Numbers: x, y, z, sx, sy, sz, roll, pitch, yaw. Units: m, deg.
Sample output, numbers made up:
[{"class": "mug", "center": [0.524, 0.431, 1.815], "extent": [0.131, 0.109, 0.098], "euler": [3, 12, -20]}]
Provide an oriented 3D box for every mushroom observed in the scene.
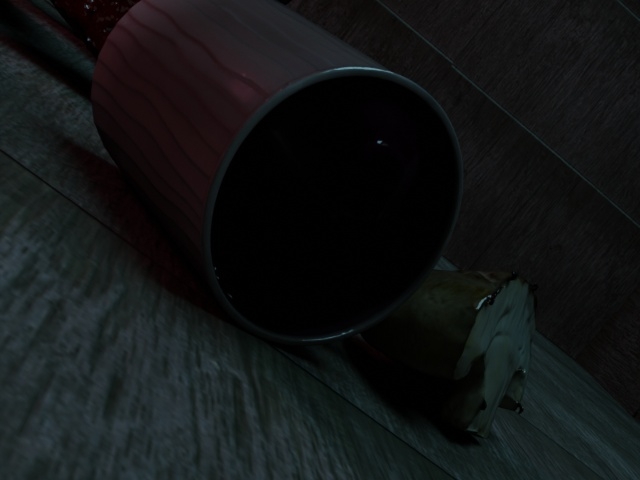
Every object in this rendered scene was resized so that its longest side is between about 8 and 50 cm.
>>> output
[{"class": "mushroom", "center": [0.113, 0.093, 0.922], "extent": [0.151, 0.156, 0.286], "euler": [14, -11, 25]}]

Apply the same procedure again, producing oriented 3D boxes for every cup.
[{"class": "cup", "center": [-0.025, -0.061, 0.785], "extent": [0.288, 0.208, 0.273], "euler": [31, 9, -43]}]

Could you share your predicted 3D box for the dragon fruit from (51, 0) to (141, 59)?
[{"class": "dragon fruit", "center": [-0.205, -0.266, 1.145], "extent": [0.100, 0.282, 0.343], "euler": [-7, -45, 38]}]

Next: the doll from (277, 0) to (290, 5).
[{"class": "doll", "center": [-0.237, -0.360, 1.338], "extent": [0.382, 0.252, 0.379], "euler": [21, 2, 22]}]
